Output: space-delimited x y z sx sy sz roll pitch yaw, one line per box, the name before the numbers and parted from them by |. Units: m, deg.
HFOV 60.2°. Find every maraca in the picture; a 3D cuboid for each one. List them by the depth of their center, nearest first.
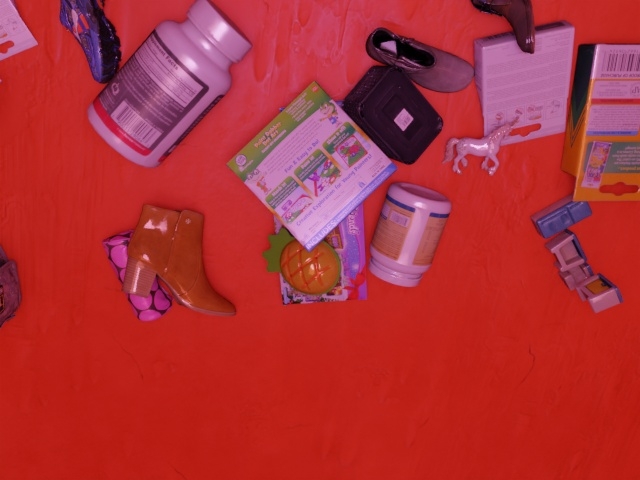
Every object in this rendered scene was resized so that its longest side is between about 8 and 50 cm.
maraca | -0.042 0.045 1.196 0.185 0.099 0.127 24 99 17

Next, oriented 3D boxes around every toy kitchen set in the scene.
toy kitchen set | 0.593 0.024 1.229 0.122 0.166 0.207 -31 108 9

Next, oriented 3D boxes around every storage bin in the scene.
storage bin | 0.148 -0.255 1.126 0.180 0.084 0.122 40 90 -29

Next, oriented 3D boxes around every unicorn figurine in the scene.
unicorn figurine | 0.349 -0.197 1.187 0.161 0.060 0.111 -4 125 1

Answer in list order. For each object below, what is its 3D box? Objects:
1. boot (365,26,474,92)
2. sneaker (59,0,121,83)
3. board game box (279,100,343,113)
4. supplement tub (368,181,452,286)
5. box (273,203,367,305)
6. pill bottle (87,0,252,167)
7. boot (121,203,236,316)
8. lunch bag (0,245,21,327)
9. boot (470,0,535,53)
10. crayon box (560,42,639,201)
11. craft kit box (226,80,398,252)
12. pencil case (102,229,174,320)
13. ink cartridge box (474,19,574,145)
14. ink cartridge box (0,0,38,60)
boot | 0.202 -0.347 1.086 0.246 0.161 0.084 18 108 -8
sneaker | -0.462 -0.422 1.092 0.087 0.083 0.221 -6 105 15
board game box | 0.005 -0.182 1.167 0.160 0.039 0.212 -6 88 1
supplement tub | 0.191 -0.014 1.214 0.144 0.144 0.200 14 109 -7
box | 0.000 0.000 1.260 0.200 0.057 0.294 -4 110 1
pill bottle | -0.286 -0.309 1.077 0.318 0.176 0.176 -43 106 12
boot | -0.287 0.046 1.244 0.295 0.104 0.211 22 81 -37
lunch bag | -0.780 0.090 1.173 0.168 0.235 0.287 -26 109 9
boot | 0.348 -0.451 1.074 0.106 0.082 0.219 -12 77 14
crayon box | 0.641 -0.249 1.177 0.202 0.083 0.323 0 109 -2
craft kit box | -0.018 -0.147 1.121 0.250 0.061 0.247 -43 90 0
pencil case | -0.412 0.076 1.259 0.095 0.098 0.210 4 119 45
ink cartridge box | 0.427 -0.326 1.171 0.188 0.066 0.232 -12 131 2
ink cartridge box | -0.672 -0.454 1.096 0.145 0.045 0.179 -21 127 5
